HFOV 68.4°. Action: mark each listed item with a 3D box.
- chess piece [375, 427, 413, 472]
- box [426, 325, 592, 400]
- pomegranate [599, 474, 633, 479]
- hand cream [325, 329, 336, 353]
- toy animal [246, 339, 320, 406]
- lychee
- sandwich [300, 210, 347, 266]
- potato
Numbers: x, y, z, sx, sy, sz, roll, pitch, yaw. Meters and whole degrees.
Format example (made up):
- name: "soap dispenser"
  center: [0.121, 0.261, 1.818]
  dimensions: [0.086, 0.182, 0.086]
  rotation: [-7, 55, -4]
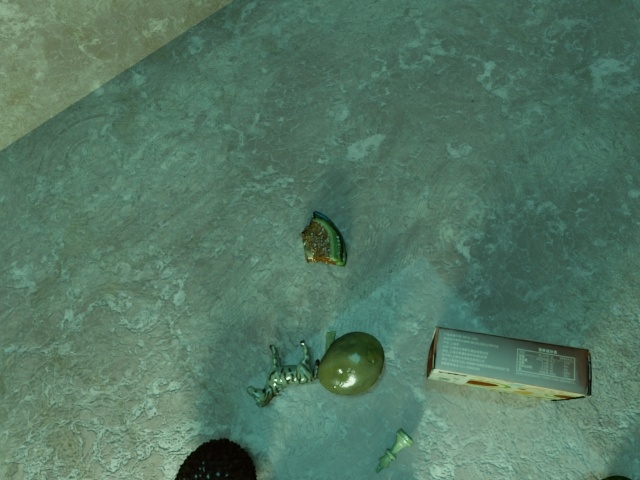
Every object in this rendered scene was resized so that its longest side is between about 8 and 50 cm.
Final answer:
- name: "chess piece"
  center: [0.221, 0.657, 1.458]
  dimensions: [0.059, 0.059, 0.149]
  rotation: [41, 87, 22]
- name: "box"
  center: [0.513, 0.363, 1.362]
  dimensions: [0.384, 0.344, 0.122]
  rotation: [7, 71, 13]
- name: "pomegranate"
  center: [0.838, 0.732, 1.269]
  dimensions: [0.209, 0.180, 0.180]
  rotation: [13, 66, -24]
- name: "hand cream"
  center: [0.032, 0.361, 1.625]
  dimensions: [0.035, 0.022, 0.102]
  rotation: [3, 63, 11]
- name: "toy animal"
  center: [-0.132, 0.433, 1.593]
  dimensions: [0.254, 0.090, 0.170]
  rotation: [-27, 71, 1]
- name: "lychee"
  center: [-0.320, 0.738, 1.409]
  dimensions: [0.267, 0.267, 0.268]
  rotation: [-3, 68, 8]
- name: "sandwich"
  center: [0.006, -0.010, 1.746]
  dimensions: [0.159, 0.079, 0.235]
  rotation: [-13, 67, 5]
- name: "potato"
  center: [0.099, 0.400, 1.528]
  dimensions: [0.235, 0.160, 0.178]
  rotation: [-28, 46, 9]
